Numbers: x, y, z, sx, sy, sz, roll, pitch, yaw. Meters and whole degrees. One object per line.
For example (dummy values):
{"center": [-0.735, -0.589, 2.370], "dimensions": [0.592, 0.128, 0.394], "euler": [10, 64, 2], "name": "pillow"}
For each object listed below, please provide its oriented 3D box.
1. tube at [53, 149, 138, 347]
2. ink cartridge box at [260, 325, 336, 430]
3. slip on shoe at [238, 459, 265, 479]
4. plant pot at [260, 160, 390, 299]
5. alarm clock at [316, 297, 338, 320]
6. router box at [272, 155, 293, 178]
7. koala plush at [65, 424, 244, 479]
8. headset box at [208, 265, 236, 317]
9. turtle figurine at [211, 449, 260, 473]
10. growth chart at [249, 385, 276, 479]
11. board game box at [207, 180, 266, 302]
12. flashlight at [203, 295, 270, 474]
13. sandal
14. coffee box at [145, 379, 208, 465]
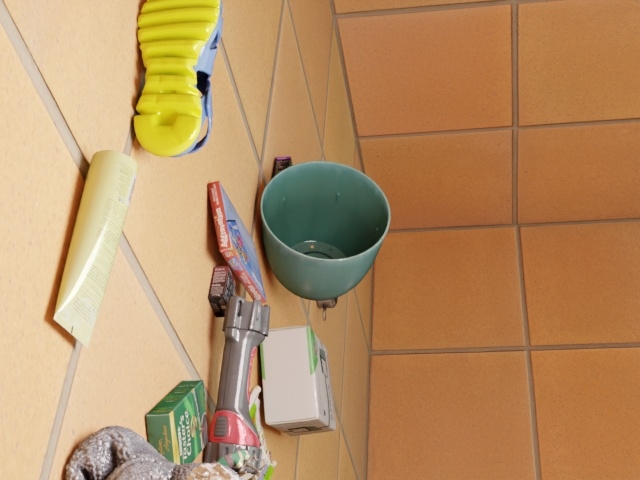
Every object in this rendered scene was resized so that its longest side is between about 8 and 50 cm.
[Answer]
{"center": [-0.279, 0.004, 1.162], "dimensions": [0.070, 0.062, 0.240], "euler": [23, 60, -30], "name": "tube"}
{"center": [-0.049, 0.329, 2.178], "dimensions": [0.289, 0.121, 0.211], "euler": [61, 21, -72], "name": "ink cartridge box"}
{"center": [-0.150, 0.452, 1.853], "dimensions": [0.041, 0.051, 0.135], "euler": [45, 19, 8], "name": "slip on shoe"}
{"center": [0.000, 0.000, 2.193], "dimensions": [0.235, 0.293, 0.293], "euler": [100, -4, -51], "name": "plant pot"}
{"center": [0.020, 0.161, 2.904], "dimensions": [0.129, 0.064, 0.192], "euler": [74, 20, -55], "name": "alarm clock"}
{"center": [-0.084, -0.103, 2.378], "dimensions": [0.179, 0.046, 0.133], "euler": [77, 14, -48], "name": "router box"}
{"center": [-0.181, 0.320, 1.137], "dimensions": [0.196, 0.221, 0.203], "euler": [72, 17, -56], "name": "koala plush"}
{"center": [-0.183, 0.093, 1.769], "dimensions": [0.062, 0.032, 0.083], "euler": [77, 13, -48], "name": "headset box"}
{"center": [-0.170, 0.410, 1.503], "dimensions": [0.234, 0.118, 0.175], "euler": [102, 7, -60], "name": "turtle figurine"}
{"center": [-0.134, 0.432, 2.006], "dimensions": [0.172, 0.021, 0.237], "euler": [-74, 157, -65], "name": "growth chart"}
{"center": [-0.161, 0.011, 1.850], "dimensions": [0.281, 0.027, 0.145], "euler": [68, 7, -64], "name": "board game box"}
{"center": [-0.141, 0.262, 1.696], "dimensions": [0.103, 0.103, 0.304], "euler": [138, -38, -67], "name": "flashlight"}
{"center": [-0.214, -0.262, 1.457], "dimensions": [0.138, 0.126, 0.317], "euler": [68, 30, -73], "name": "sandal"}
{"center": [-0.219, 0.294, 1.466], "dimensions": [0.184, 0.040, 0.113], "euler": [-37, 123, -79], "name": "coffee box"}
